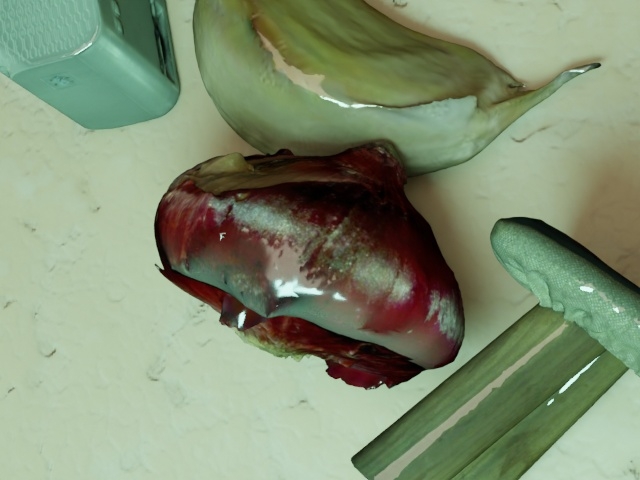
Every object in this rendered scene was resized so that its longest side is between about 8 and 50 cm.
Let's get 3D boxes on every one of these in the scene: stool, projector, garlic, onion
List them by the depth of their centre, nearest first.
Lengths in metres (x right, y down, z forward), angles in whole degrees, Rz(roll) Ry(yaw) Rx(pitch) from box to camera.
[{"bbox_3d":[0.217,0.157,1.266,0.310,0.310,0.226,35,92,20],"label":"stool"},{"bbox_3d":[0.000,0.000,1.375,0.272,0.272,0.195,20,79,18],"label":"onion"},{"bbox_3d":[0.038,-0.146,1.461,0.338,0.151,0.196,27,76,17],"label":"garlic"},{"bbox_3d":[-0.215,-0.239,1.510,0.108,0.198,0.250,-14,76,13],"label":"projector"}]
